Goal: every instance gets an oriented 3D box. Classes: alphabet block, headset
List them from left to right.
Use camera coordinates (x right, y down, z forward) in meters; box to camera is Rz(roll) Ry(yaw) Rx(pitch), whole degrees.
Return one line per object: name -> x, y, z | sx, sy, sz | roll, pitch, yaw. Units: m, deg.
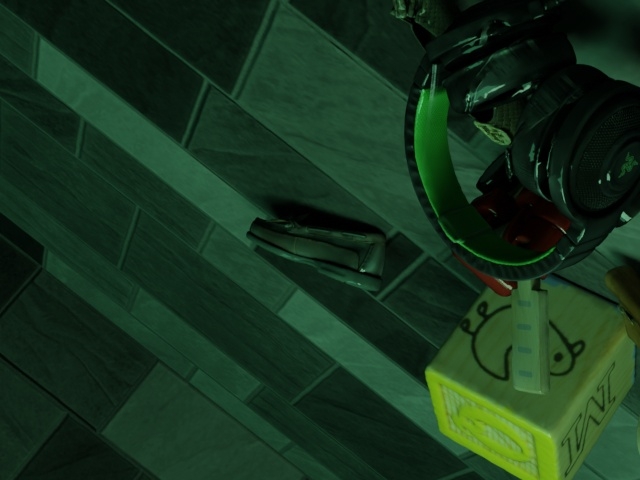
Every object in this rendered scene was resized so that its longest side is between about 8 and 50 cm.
headset -> 0.181, -0.126, 1.216 | 0.243, 0.185, 0.394 | 52, 138, 25
alphabet block -> 0.269, 0.173, 1.723 | 0.192, 0.197, 0.193 | 26, 155, 28

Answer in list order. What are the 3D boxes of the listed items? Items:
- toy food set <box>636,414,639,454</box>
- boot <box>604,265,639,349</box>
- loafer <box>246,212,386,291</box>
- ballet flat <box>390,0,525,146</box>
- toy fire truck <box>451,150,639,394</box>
toy food set -> 0.567, 0.304, 1.696 | 0.306, 0.092, 0.220 | 44, 147, -19
boot -> 0.422, 0.192, 1.537 | 0.264, 0.096, 0.280 | 54, 179, -42
loafer -> 0.000, 0.000, 1.999 | 0.267, 0.084, 0.096 | 22, -175, 43
ballet flat -> 0.140, -0.181, 1.402 | 0.084, 0.058, 0.250 | 14, 148, 48
toy fire truck -> 0.219, 0.025, 1.434 | 0.158, 0.246, 0.217 | 42, 158, -7
